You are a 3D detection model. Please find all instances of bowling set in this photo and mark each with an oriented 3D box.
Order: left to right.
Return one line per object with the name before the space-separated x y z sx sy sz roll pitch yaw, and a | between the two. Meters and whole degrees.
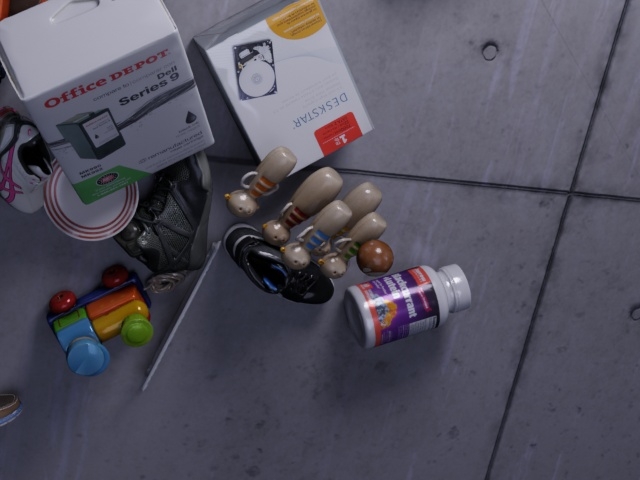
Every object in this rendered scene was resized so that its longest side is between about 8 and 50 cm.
bowling set | 0.000 0.000 1.602 0.154 0.200 0.287 -45 143 21

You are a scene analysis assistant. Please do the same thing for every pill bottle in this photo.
pill bottle | 0.146 0.103 1.805 0.194 0.108 0.108 -16 117 -14

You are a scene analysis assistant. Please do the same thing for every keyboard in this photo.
keyboard | -0.217 0.117 1.697 0.014 0.072 0.256 26 102 -11

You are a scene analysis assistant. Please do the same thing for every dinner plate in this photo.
dinner plate | -0.333 -0.070 1.580 0.141 0.017 0.141 0 96 1

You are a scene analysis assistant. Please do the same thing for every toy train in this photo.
toy train | -0.278 0.106 1.627 0.248 0.143 0.105 -26 119 -8

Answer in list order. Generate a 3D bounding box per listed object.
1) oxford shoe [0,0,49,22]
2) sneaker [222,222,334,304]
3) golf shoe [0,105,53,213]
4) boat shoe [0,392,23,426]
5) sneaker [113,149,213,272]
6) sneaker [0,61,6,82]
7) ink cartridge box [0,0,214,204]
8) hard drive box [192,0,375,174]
oxford shoe | -0.508 -0.334 1.371 0.364 0.132 0.130 4 119 -2
sneaker | -0.054 0.063 1.705 0.217 0.121 0.079 32 100 -29
golf shoe | -0.405 -0.094 1.494 0.067 0.086 0.186 -44 155 -29
boat shoe | -0.543 0.251 1.635 0.183 0.066 0.066 -10 114 -16
sneaker | -0.231 -0.051 1.598 0.130 0.087 0.227 -12 122 -35
sneaker | -0.462 -0.189 1.462 0.163 0.086 0.226 -14 115 -12
ink cartridge box | -0.276 -0.195 1.425 0.211 0.121 0.289 -27 157 -7
hard drive box | -0.051 -0.231 1.597 0.181 0.089 0.232 -30 120 -5
